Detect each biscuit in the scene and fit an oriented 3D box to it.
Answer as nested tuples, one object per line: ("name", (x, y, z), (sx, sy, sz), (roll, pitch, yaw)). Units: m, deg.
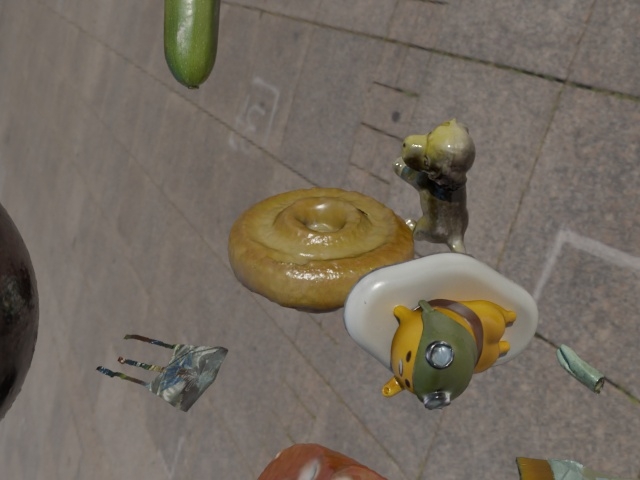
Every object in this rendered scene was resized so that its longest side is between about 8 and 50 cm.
("biscuit", (0.000, 0.000, 1.161), (0.296, 0.297, 0.101), (-131, 35, -55))

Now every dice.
("dice", (0.006, 0.384, 0.974), (0.179, 0.175, 0.174), (-15, 36, 56))

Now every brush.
("brush", (0.502, 0.411, 1.252), (0.085, 0.337, 0.020), (-79, -4, -63))

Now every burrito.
("burrito", (0.543, 0.269, 1.561), (0.044, 0.074, 0.118), (-45, 61, -8))

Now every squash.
("squash", (-0.191, -0.399, 1.122), (0.094, 0.095, 0.340), (-3, 82, 60))

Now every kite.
("kite", (-0.318, 0.258, 1.555), (0.015, 0.310, 0.169), (36, 88, 38))

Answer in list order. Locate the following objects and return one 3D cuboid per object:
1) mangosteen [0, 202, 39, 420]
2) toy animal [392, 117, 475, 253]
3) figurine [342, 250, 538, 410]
("mangosteen", (-0.346, 0.055, 0.525), (0.288, 0.288, 0.287), (-28, 57, 55))
("toy animal", (0.189, -0.092, 1.212), (0.168, 0.121, 0.233), (-126, 23, -59))
("figurine", (0.162, 0.112, 0.825), (0.141, 0.250, 0.166), (-129, 42, -65))
